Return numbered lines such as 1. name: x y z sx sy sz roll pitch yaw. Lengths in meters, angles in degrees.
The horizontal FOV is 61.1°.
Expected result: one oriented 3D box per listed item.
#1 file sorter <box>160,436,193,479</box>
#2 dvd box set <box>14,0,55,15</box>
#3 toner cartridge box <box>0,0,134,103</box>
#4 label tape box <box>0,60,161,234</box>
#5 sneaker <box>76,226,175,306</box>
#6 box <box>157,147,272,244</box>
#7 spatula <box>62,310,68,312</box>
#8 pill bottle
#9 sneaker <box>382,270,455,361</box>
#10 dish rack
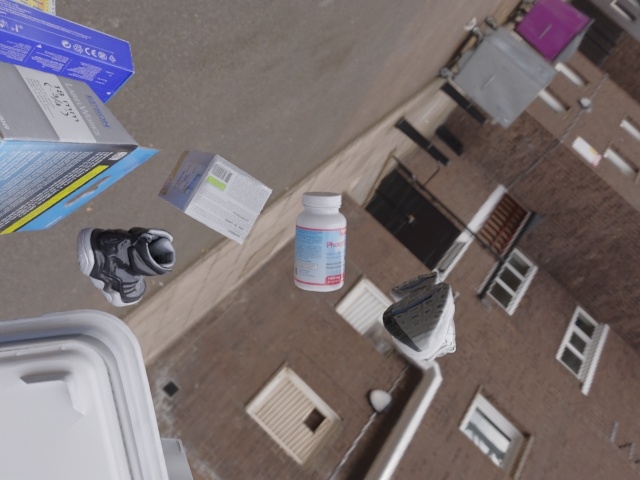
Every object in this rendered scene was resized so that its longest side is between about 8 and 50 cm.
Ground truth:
1. file sorter: -0.390 0.465 0.957 0.193 0.277 0.173 33 -79 61
2. dvd box set: -0.947 -0.722 1.512 0.062 0.308 0.420 -7 172 29
3. toner cartridge box: -0.532 -0.334 0.963 0.165 0.075 0.347 -25 161 36
4. label tape box: -0.385 -0.096 0.669 0.240 0.106 0.334 -31 -177 11
5. sneaker: -0.351 0.054 1.052 0.153 0.101 0.269 -6 155 -2
6. box: -0.185 -0.081 0.922 0.103 0.114 0.203 -61 -150 -4
7. spatula: -0.657 0.208 1.288 0.168 0.019 0.242 -13 -172 -37
8. pill bottle: 0.000 0.000 0.924 0.087 0.087 0.160 -35 128 -70
9. sneaker: 0.174 0.132 0.851 0.111 0.129 0.297 -24 -179 15
10. dish rack: -0.336 0.229 0.547 0.332 0.286 0.072 -7 -168 1
